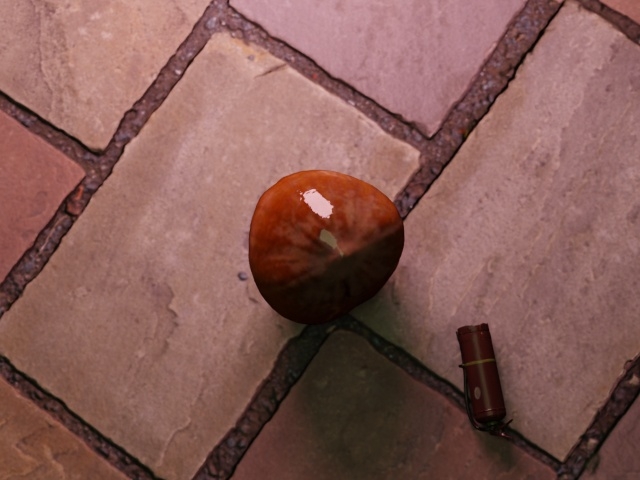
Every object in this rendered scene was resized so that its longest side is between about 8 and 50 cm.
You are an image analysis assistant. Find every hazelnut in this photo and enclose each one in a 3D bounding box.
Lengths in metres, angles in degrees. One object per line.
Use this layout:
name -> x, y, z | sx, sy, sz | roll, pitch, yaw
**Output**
hazelnut -> 0.000, 0.000, 1.439 | 0.182, 0.182, 0.182 | -1, 78, 6

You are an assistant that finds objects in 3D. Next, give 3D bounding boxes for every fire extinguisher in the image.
fire extinguisher -> 0.182, 0.160, 1.451 | 0.056, 0.039, 0.132 | -19, 74, 36
